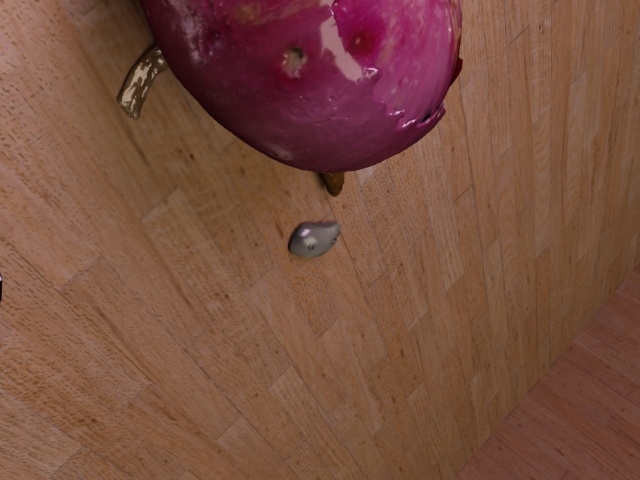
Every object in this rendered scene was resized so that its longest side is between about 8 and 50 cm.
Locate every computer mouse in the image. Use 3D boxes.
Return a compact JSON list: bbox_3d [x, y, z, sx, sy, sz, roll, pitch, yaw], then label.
[{"bbox_3d":[0.000,0.000,1.110,0.110,0.032,0.056,-8,125,-47],"label":"computer mouse"}]

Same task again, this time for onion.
[{"bbox_3d":[-0.025,-0.250,0.667,0.358,0.344,0.359,-42,141,-46],"label":"onion"}]

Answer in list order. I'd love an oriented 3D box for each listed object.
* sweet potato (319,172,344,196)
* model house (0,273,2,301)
[{"bbox_3d":[0.008,-0.152,0.962,0.074,0.074,0.270,-35,152,-26],"label":"sweet potato"},{"bbox_3d":[-0.368,0.054,0.355,0.317,0.297,0.282,-62,169,21],"label":"model house"}]
